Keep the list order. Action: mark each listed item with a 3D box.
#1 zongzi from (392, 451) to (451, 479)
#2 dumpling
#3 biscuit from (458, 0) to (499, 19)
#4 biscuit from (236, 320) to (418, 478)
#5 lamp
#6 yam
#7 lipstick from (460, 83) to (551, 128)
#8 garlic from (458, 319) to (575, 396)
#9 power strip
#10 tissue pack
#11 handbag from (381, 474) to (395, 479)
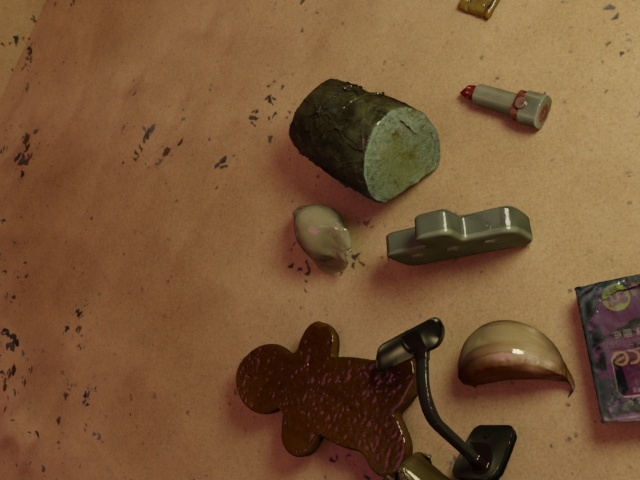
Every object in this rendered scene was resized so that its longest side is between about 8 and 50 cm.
[{"bbox_3d":[0.203,0.551,1.307,0.228,0.115,0.256,35,115,22],"label":"zongzi"},{"bbox_3d":[0.002,-0.001,1.533,0.111,0.181,0.155,-8,109,-4],"label":"dumpling"},{"bbox_3d":[0.333,-0.503,1.454,0.081,0.018,0.083,36,100,32],"label":"biscuit"},{"bbox_3d":[0.009,0.316,1.485,0.431,0.064,0.283,4,77,32],"label":"biscuit"},{"bbox_3d":[0.205,0.301,1.289,0.283,0.124,0.203,55,149,-4],"label":"lamp"},{"bbox_3d":[0.077,-0.224,1.463,0.202,0.202,0.271,-37,40,-21],"label":"yam"},{"bbox_3d":[0.350,-0.273,1.382,0.186,0.057,0.063,25,95,36],"label":"lipstick"},{"bbox_3d":[0.342,0.204,1.267,0.206,0.115,0.128,0,75,30],"label":"garlic"},{"bbox_3d":[0.243,-0.009,1.320,0.264,0.193,0.059,-13,72,31],"label":"power strip"},{"bbox_3d":[0.532,0.176,1.174,0.173,0.073,0.236,-14,74,31],"label":"tissue pack"},{"bbox_3d":[0.159,0.654,1.231,0.410,0.116,0.304,49,124,19],"label":"handbag"}]
